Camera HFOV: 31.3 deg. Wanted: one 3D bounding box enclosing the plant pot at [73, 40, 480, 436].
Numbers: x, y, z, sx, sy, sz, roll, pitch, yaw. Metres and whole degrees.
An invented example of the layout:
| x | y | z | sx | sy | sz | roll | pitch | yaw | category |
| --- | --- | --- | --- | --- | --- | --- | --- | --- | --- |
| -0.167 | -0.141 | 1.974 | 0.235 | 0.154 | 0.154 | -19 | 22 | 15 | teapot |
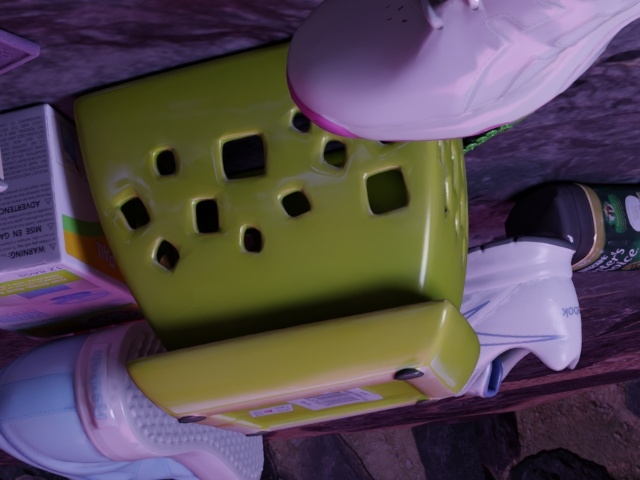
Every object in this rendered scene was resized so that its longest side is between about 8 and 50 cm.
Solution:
| x | y | z | sx | sy | sz | roll | pitch | yaw | category |
| --- | --- | --- | --- | --- | --- | --- | --- | --- | --- |
| -0.009 | 0.009 | 0.750 | 0.227 | 0.207 | 0.228 | -12 | 164 | 10 | plant pot |

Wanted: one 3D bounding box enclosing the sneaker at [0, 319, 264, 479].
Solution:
| x | y | z | sx | sy | sz | roll | pitch | yaw | category |
| --- | --- | --- | --- | --- | --- | --- | --- | --- | --- |
| -0.155 | 0.139 | 0.950 | 0.150 | 0.135 | 0.366 | -8 | 160 | 13 | sneaker |

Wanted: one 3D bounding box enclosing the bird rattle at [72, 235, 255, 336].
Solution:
| x | y | z | sx | sy | sz | roll | pitch | yaw | category |
| --- | --- | --- | --- | --- | --- | --- | --- | --- | --- |
| -0.128 | 0.044 | 1.065 | 0.207 | 0.143 | 0.253 | -30 | 144 | 26 | bird rattle |

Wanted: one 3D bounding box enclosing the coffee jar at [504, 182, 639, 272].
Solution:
| x | y | z | sx | sy | sz | roll | pitch | yaw | category |
| --- | --- | --- | --- | --- | --- | --- | --- | --- | --- |
| 0.272 | -0.011 | 1.096 | 0.184 | 0.079 | 0.096 | 0 | 163 | -29 | coffee jar |

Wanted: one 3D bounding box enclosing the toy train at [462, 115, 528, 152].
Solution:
| x | y | z | sx | sy | sz | roll | pitch | yaw | category |
| --- | --- | --- | --- | --- | --- | --- | --- | --- | --- |
| 0.128 | -0.085 | 0.852 | 0.023 | 0.017 | 0.083 | -13 | 169 | -33 | toy train |

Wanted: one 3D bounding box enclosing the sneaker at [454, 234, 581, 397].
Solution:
| x | y | z | sx | sy | sz | roll | pitch | yaw | category |
| --- | --- | --- | --- | --- | --- | --- | --- | --- | --- |
| 0.094 | 0.086 | 1.027 | 0.297 | 0.129 | 0.111 | -18 | 168 | 31 | sneaker |

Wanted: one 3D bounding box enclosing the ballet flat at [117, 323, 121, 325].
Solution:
| x | y | z | sx | sy | sz | roll | pitch | yaw | category |
| --- | --- | --- | --- | --- | --- | --- | --- | --- | --- |
| -0.081 | 0.128 | 1.245 | 0.342 | 0.124 | 0.116 | -12 | -165 | 22 | ballet flat |

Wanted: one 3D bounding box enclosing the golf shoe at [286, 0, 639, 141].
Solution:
| x | y | z | sx | sy | sz | roll | pitch | yaw | category |
| --- | --- | --- | --- | --- | --- | --- | --- | --- | --- |
| 0.107 | -0.140 | 0.491 | 0.306 | 0.115 | 0.140 | -22 | 151 | 19 | golf shoe |

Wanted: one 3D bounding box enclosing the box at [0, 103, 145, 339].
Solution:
| x | y | z | sx | sy | sz | roll | pitch | yaw | category |
| --- | --- | --- | --- | --- | --- | --- | --- | --- | --- |
| -0.192 | -0.003 | 0.785 | 0.114 | 0.103 | 0.203 | -11 | 165 | 8 | box |

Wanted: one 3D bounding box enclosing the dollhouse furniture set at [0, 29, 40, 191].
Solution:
| x | y | z | sx | sy | sz | roll | pitch | yaw | category |
| --- | --- | --- | --- | --- | --- | --- | --- | --- | --- |
| -0.212 | -0.064 | 0.587 | 0.091 | 0.081 | 0.114 | -18 | 163 | 28 | dollhouse furniture set |
